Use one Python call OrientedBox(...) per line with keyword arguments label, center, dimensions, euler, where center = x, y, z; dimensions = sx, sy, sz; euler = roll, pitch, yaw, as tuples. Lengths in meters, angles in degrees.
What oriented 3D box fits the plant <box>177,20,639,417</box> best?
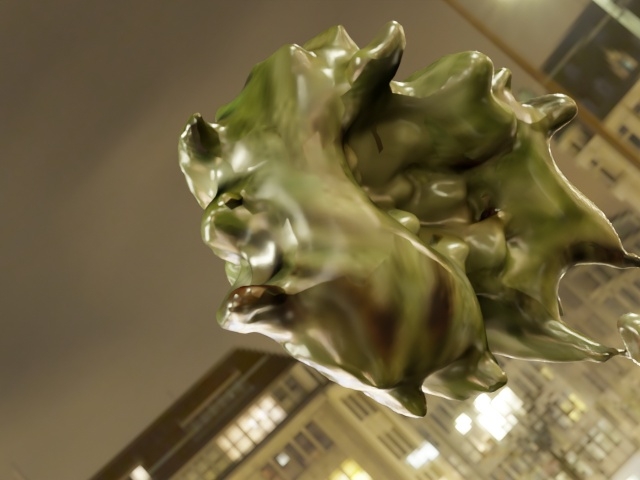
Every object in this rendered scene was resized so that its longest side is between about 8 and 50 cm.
OrientedBox(label="plant", center=(-0.007, 0.033, 0.703), dimensions=(0.251, 0.180, 0.333), euler=(21, -32, -26))
